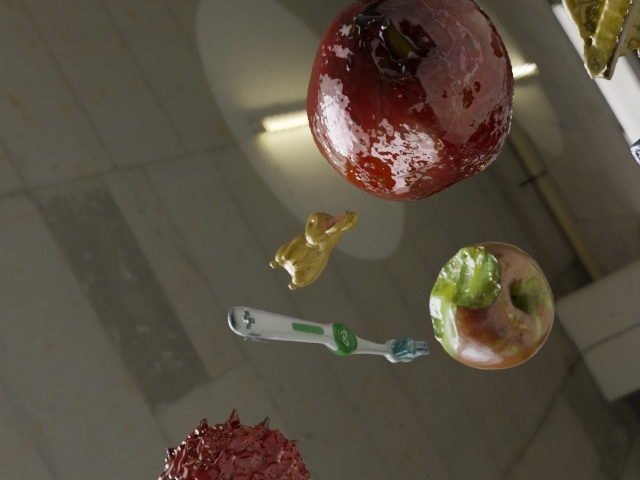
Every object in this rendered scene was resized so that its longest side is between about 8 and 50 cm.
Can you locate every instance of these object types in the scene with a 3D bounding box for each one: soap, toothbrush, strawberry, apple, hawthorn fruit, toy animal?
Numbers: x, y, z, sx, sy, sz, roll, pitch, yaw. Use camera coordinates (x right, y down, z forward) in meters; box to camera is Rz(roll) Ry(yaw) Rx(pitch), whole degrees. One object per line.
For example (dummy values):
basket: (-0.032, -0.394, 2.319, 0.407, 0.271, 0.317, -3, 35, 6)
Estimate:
soap: (0.486, -0.513, 1.974, 0.304, 0.339, 0.169, 33, -144, 34)
toothbrush: (0.017, 0.122, 1.289, 0.418, 0.040, 0.042, 16, -122, -53)
strawberry: (-0.133, 0.454, 1.637, 0.292, 0.292, 0.343, 44, -163, -27)
apple: (0.315, 0.129, 2.003, 0.246, 0.226, 0.246, 15, -116, -34)
hawthorn fruit: (0.110, -0.205, 1.361, 0.369, 0.284, 0.285, 46, -161, -76)
toy animal: (0.001, -0.002, 1.525, 0.070, 0.159, 0.083, 47, -141, 9)

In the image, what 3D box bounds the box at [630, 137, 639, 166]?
box: (0.322, -0.079, 0.913, 0.074, 0.054, 0.099, 59, 164, -4)
